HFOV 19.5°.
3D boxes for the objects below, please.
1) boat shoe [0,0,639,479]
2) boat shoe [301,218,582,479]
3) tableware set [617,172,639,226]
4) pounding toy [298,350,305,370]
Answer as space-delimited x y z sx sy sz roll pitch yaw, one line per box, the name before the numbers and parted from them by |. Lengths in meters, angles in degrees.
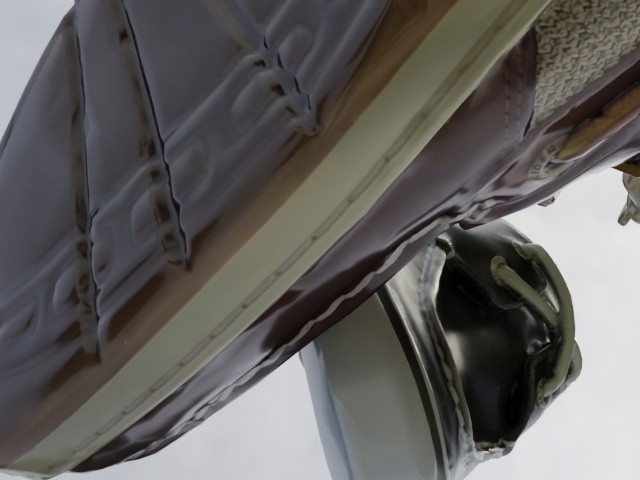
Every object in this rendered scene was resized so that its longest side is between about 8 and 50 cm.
boat shoe | 0.052 -0.055 0.395 0.123 0.342 0.123 29 -155 -33
boat shoe | 0.032 0.020 0.502 0.070 0.219 0.078 -13 -82 4
tableware set | 0.185 -0.068 0.822 0.020 0.168 0.141 28 -93 -17
pounding toy | 0.007 0.002 1.175 0.181 0.206 0.094 -14 -128 -29
